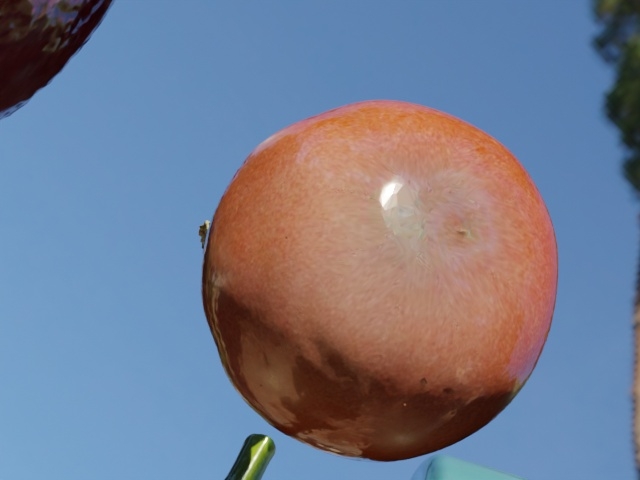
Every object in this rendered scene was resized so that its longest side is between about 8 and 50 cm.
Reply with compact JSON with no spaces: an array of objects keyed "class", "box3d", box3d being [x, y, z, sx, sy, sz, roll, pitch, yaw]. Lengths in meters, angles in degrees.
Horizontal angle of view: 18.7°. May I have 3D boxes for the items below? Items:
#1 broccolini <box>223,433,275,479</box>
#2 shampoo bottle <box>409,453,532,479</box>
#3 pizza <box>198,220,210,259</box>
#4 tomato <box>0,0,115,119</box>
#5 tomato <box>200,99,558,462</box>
[{"class":"broccolini","box3d":[-0.115,0.344,1.686,0.079,0.392,0.074,27,-36,1]},{"class":"shampoo bottle","box3d":[0.200,0.379,1.630,0.342,0.331,0.331,19,-35,0]},{"class":"pizza","box3d":[-0.005,0.007,1.613,0.080,0.204,0.188,51,-24,21]},{"class":"tomato","box3d":[-0.177,-0.143,0.867,0.309,0.309,0.170,21,-8,37]},{"class":"tomato","box3d":[0.043,0.025,1.369,0.256,0.256,0.224,50,-31,-3]}]
